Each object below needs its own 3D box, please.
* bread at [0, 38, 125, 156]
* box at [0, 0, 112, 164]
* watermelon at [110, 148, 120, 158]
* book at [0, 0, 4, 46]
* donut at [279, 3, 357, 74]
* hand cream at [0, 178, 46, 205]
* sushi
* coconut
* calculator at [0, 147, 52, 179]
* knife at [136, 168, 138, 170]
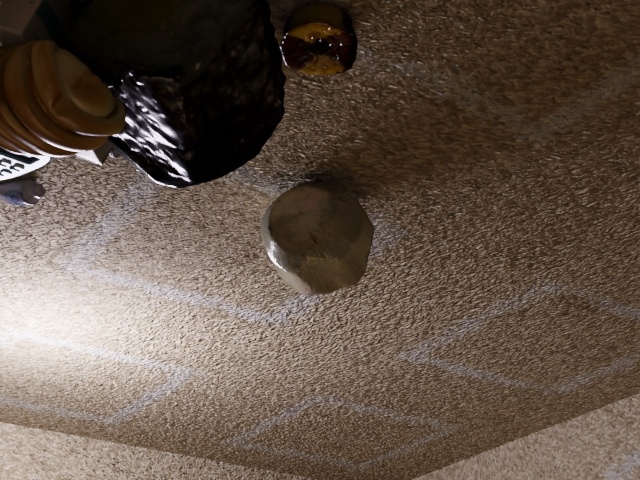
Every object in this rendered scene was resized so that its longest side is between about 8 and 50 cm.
[{"bbox_3d":[-0.407,-0.189,1.471,0.311,0.121,0.173,4,148,51],"label":"bread"},{"bbox_3d":[-0.372,-0.293,1.630,0.065,0.200,0.343,16,156,18],"label":"box"},{"bbox_3d":[-0.384,-0.174,1.995,0.085,0.061,0.085,8,140,7],"label":"watermelon"},{"bbox_3d":[-0.541,-0.309,1.783,0.264,0.027,0.202,-22,146,34],"label":"book"},{"bbox_3d":[-0.001,-0.328,1.723,0.140,0.059,0.140,0,152,0],"label":"donut"},{"bbox_3d":[-0.623,-0.094,2.164,0.142,0.053,0.084,-7,153,33],"label":"hand cream"},{"bbox_3d":[-0.205,-0.271,1.571,0.281,0.299,0.294,14,153,19],"label":"sushi"},{"bbox_3d":[0.001,0.002,2.169,0.227,0.227,0.230,-9,151,16],"label":"coconut"},{"bbox_3d":[-0.618,-0.173,1.996,0.302,0.042,0.188,-20,151,38],"label":"calculator"},{"bbox_3d":[-0.334,-0.175,2.037,0.078,0.023,0.166,13,151,5],"label":"knife"}]
